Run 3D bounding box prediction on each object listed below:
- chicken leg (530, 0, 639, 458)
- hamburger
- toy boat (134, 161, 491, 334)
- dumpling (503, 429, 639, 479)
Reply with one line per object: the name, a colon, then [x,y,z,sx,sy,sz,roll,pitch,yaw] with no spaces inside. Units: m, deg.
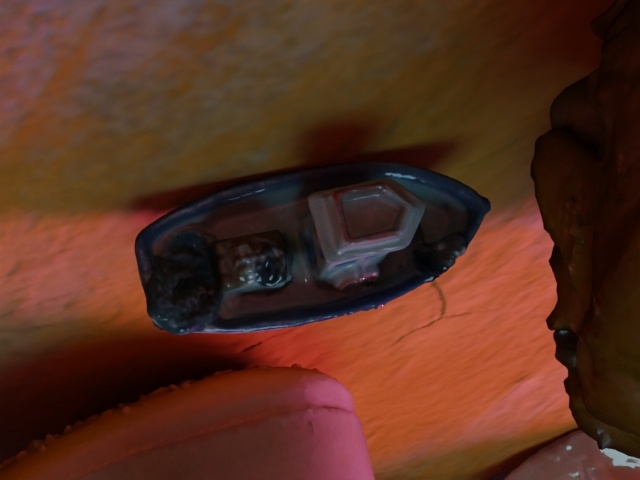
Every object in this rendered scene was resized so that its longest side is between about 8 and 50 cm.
chicken leg: [0.222,-0.028,0.697,0.409,0.182,0.295,-22,167,-30]
hamburger: [-0.073,0.131,0.806,0.210,0.116,0.173,-14,143,-27]
toy boat: [0.000,0.000,0.672,0.140,0.059,0.066,-11,169,-18]
dumpling: [0.183,0.157,1.060,0.169,0.100,0.134,3,115,4]
